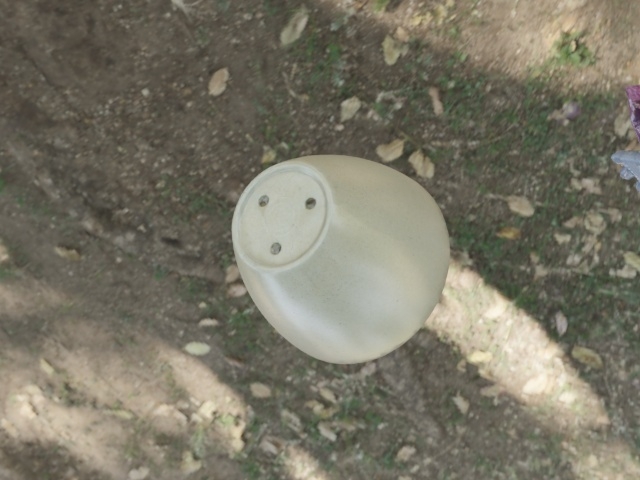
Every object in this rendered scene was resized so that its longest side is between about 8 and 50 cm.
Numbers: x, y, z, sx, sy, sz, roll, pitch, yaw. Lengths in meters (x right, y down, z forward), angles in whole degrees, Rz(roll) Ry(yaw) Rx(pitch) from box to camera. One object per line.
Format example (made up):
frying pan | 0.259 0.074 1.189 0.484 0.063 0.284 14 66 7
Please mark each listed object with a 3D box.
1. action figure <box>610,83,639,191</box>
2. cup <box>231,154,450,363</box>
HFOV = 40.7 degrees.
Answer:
action figure | 0.401 -0.150 0.634 0.370 0.276 0.248 -33 63 7
cup | 0.000 0.000 1.308 0.331 0.331 0.237 -6 158 28
